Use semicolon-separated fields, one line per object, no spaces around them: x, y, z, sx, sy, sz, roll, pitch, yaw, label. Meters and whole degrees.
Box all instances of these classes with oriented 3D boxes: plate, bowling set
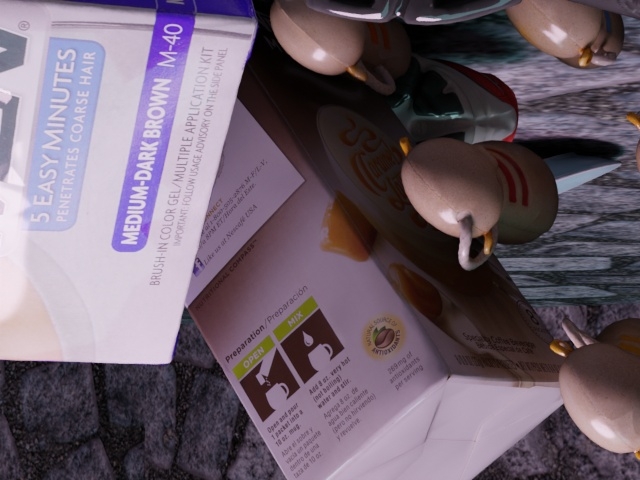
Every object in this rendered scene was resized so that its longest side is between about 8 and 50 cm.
0.142;-0.035;1.267;0.188;0.024;0.188;-20;175;-2;plate
0.123;-0.065;0.738;0.200;0.287;0.154;-45;167;14;bowling set

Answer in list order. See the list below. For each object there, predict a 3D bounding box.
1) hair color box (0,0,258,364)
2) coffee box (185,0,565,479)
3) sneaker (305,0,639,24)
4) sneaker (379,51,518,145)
-0.211;-0.052;0.632;0.338;0.110;0.185;3;130;-16;hair color box
0.000;0.000;0.801;0.098;0.246;0.141;-44;153;21;coffee box
0.110;-0.097;0.437;0.286;0.109;0.130;22;-149;7;sneaker
-0.008;-0.057;0.982;0.279;0.107;0.118;1;-173;34;sneaker
